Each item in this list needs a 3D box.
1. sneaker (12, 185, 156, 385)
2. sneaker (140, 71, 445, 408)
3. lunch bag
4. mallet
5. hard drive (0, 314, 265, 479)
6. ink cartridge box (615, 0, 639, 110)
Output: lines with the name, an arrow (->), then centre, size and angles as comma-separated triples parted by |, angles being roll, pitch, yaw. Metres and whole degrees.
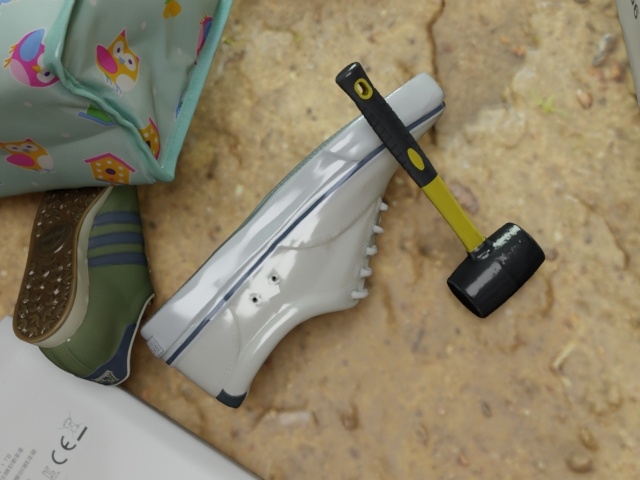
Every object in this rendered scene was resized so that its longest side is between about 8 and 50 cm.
sneaker -> -0.151, 0.016, 0.653 | 0.064, 0.086, 0.192 | -20, 42, 20
sneaker -> 0.000, 0.000, 0.631 | 0.091, 0.094, 0.258 | 45, 86, -7
lunch bag -> -0.185, -0.171, 0.646 | 0.223, 0.160, 0.262 | -3, 61, 28
mallet -> 0.079, -0.039, 0.595 | 0.062, 0.039, 0.190 | -35, 111, -9
hard drive -> -0.138, 0.212, 0.610 | 0.307, 0.040, 0.203 | 30, 82, 15
ink cartridge box -> 0.402, -0.113, 0.545 | 0.394, 0.166, 0.285 | -9, 74, 7
